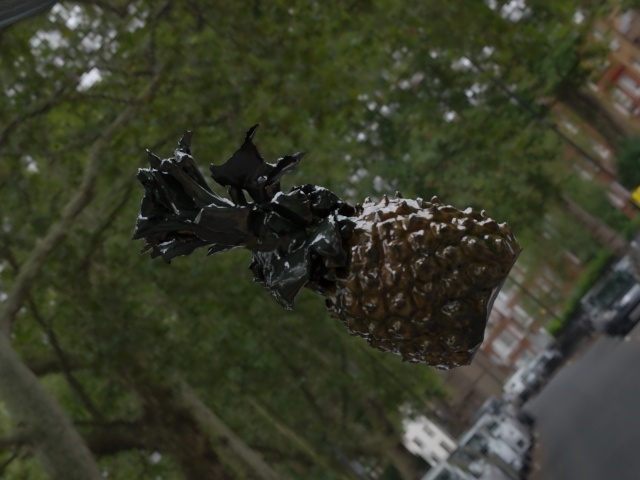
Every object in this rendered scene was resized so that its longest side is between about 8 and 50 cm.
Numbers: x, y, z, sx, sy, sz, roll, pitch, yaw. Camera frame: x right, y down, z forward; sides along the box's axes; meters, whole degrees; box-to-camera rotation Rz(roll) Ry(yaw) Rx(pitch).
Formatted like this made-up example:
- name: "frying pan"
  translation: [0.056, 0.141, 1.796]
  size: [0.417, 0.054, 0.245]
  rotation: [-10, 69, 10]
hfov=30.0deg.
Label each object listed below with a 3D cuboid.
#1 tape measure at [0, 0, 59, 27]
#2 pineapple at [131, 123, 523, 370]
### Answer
- name: "tape measure"
  translation: [-0.136, -0.172, 0.363]
  size: [0.256, 0.147, 0.275]
  rotation: [-12, -34, -45]
- name: "pineapple"
  translation: [0.000, 0.000, 0.779]
  size: [0.125, 0.251, 0.125]
  rotation: [-163, 90, -90]
